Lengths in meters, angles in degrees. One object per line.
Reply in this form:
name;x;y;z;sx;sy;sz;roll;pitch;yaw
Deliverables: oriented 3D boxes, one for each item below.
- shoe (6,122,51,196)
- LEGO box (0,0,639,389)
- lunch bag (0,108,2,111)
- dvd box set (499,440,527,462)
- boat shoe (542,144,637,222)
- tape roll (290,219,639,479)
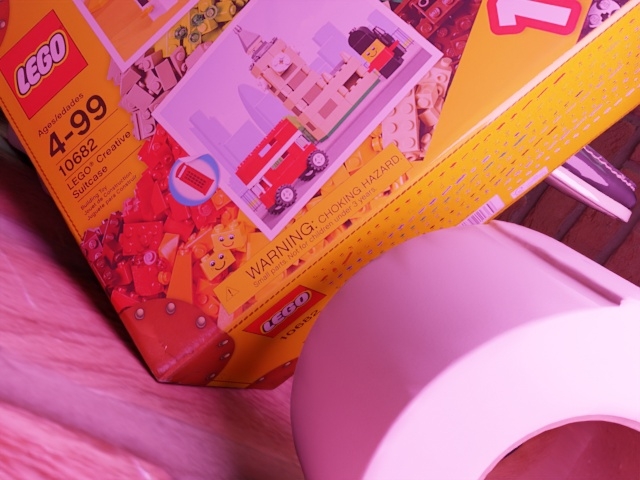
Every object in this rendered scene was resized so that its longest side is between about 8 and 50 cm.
shoe;-0.246;-0.080;0.864;0.081;0.063;0.178;26;9;-48
LEGO box;0.014;-0.176;0.689;0.372;0.500;0.193;54;10;21
lunch bag;-0.335;-0.262;1.045;0.223;0.160;0.262;65;16;13
dvd box set;0.271;0.264;1.307;0.308;0.062;0.420;35;6;-20
boat shoe;0.181;-0.153;0.831;0.340;0.113;0.127;40;7;20
tape roll;0.114;0.126;0.502;0.246;0.246;0.169;36;5;-17
